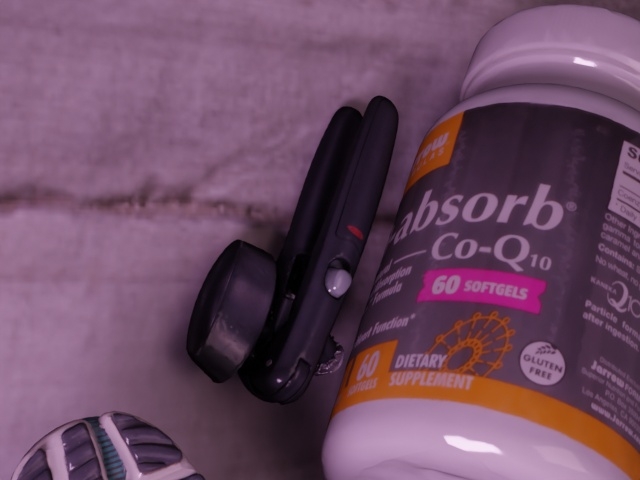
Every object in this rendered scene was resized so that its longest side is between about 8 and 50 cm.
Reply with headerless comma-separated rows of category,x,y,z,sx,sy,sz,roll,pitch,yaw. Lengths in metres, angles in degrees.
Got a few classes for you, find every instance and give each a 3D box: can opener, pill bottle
can opener,0.000,0.000,0.658,0.073,0.059,0.186,50,55,-37
pill bottle,0.112,0.020,0.678,0.162,0.162,0.278,39,54,-31

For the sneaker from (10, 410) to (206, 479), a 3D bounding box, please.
sneaker,-0.074,0.201,0.543,0.107,0.110,0.275,-19,104,-20
